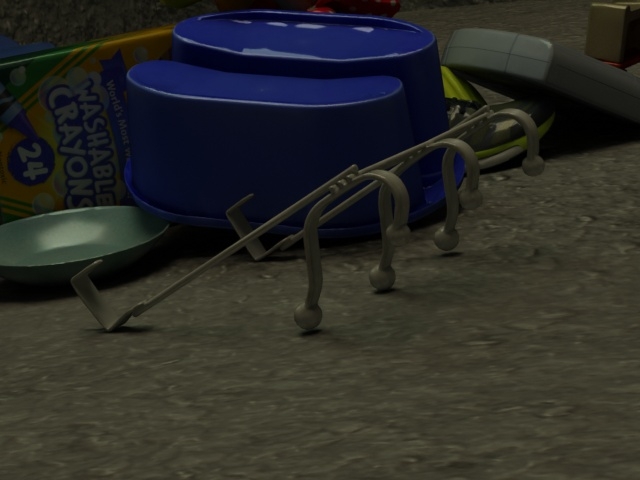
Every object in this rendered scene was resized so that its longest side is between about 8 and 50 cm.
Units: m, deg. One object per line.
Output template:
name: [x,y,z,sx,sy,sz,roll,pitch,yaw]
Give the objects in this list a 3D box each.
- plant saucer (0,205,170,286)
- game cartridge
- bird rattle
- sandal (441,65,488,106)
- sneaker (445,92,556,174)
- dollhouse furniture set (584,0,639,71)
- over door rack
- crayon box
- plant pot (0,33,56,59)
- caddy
plant saucer: [-0.236,0.010,1.589,0.195,0.037,0.195,-6,17,2]
game cartridge: [0.256,-0.187,1.914,0.196,0.060,0.294,15,3,-20]
bird rattle: [-0.052,-0.274,1.798,0.253,0.143,0.207,21,-5,-24]
sandal: [0.043,-0.143,1.911,0.317,0.138,0.126,9,27,-12]
sneaker: [0.106,-0.129,1.795,0.300,0.121,0.111,-11,12,-6]
dollhouse furniture set: [0.451,-0.212,2.001,0.259,0.135,0.262,12,21,31]
over door rack: [0.000,0.000,1.356,0.324,0.108,0.239,-19,4,36]
crayon box: [-0.211,-0.111,1.758,0.323,0.203,0.083,-17,14,-32]
plant pot: [-0.411,-0.112,1.881,0.212,0.236,0.236,7,19,36]
caddy: [-0.030,-0.099,1.625,0.341,0.179,0.241,6,32,20]
